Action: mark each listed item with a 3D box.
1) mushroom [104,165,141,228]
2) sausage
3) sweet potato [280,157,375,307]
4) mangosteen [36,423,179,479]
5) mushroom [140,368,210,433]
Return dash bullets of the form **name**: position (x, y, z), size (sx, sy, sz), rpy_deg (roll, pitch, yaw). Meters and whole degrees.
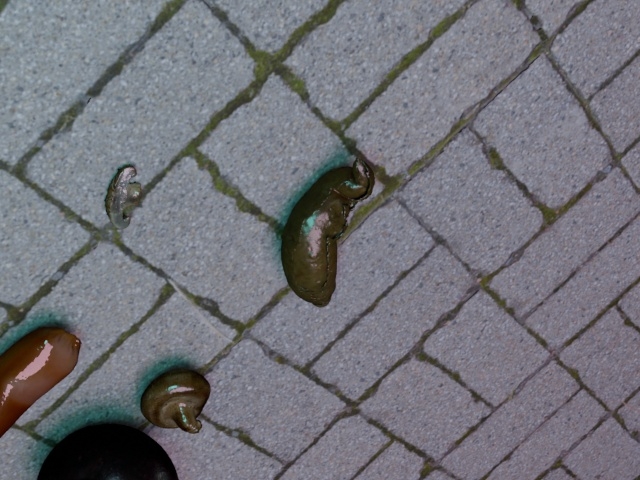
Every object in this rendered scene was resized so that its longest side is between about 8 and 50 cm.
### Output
- **mushroom**: position (-0.272, -0.059, 1.435), size (0.049, 0.019, 0.101), rpy_deg (-6, 127, -28)
- **sausage**: position (-0.469, 0.229, 1.499), size (0.300, 0.083, 0.089), rpy_deg (-44, 128, 2)
- **sweet potato**: position (-0.002, -0.001, 1.592), size (0.124, 0.098, 0.310), rpy_deg (-11, 132, -33)
- **mangosteen**: position (-0.324, 0.400, 1.643), size (0.228, 0.228, 0.265), rpy_deg (-42, 167, 4)
- **mushroom**: position (-0.229, 0.254, 1.660), size (0.109, 0.085, 0.126), rpy_deg (30, 124, -12)
